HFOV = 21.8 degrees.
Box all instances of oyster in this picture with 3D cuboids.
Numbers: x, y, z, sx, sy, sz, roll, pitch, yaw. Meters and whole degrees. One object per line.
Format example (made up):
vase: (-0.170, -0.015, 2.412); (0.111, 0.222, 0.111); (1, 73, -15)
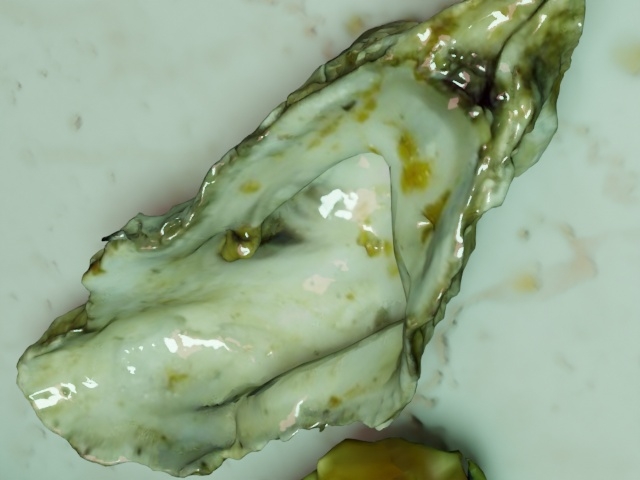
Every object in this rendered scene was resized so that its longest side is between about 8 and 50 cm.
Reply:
oyster: (0.000, -0.003, 0.762); (0.166, 0.110, 0.341); (41, 115, 11)

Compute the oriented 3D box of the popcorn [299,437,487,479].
popcorn: (0.016, 0.288, 0.750); (0.290, 0.326, 0.321); (-49, 54, 32)
